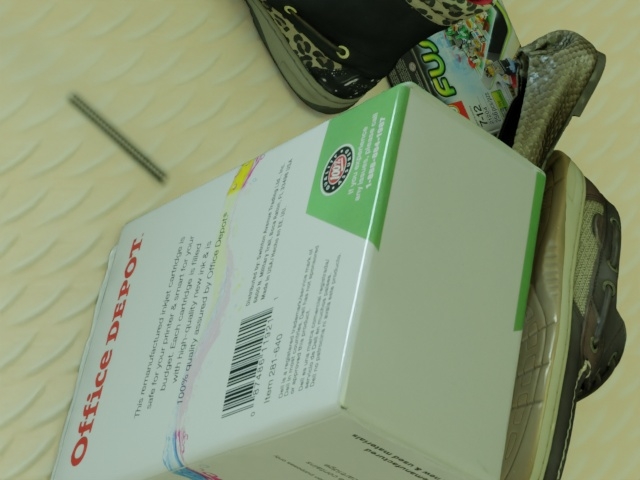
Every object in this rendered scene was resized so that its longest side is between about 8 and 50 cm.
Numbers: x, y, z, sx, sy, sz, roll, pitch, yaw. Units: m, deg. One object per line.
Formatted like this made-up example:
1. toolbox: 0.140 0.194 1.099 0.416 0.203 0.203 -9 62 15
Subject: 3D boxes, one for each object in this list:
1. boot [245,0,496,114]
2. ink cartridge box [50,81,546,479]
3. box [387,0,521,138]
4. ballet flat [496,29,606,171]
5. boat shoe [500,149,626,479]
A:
1. boot: 0.005 -0.216 1.292 0.085 0.178 0.236 -36 97 -41
2. ink cartridge box: -0.018 0.060 1.101 0.117 0.278 0.201 30 56 -29
3. box: 0.085 -0.169 1.431 0.114 0.036 0.207 -20 85 -41
4. ballet flat: 0.129 -0.048 1.367 0.058 0.084 0.250 33 72 -13
5. boat shoe: 0.170 0.069 1.361 0.092 0.103 0.285 26 52 -22
